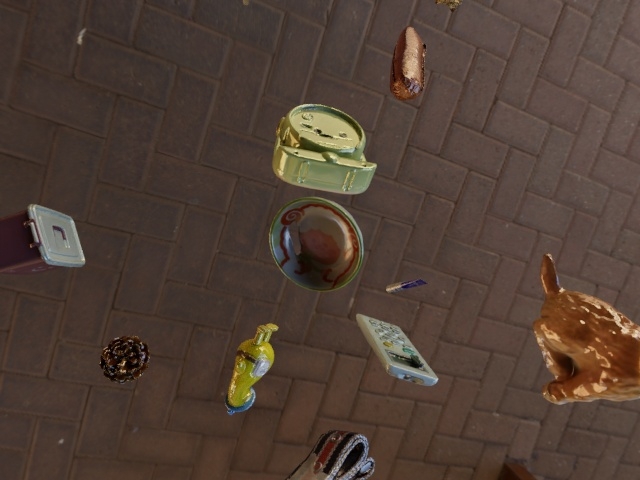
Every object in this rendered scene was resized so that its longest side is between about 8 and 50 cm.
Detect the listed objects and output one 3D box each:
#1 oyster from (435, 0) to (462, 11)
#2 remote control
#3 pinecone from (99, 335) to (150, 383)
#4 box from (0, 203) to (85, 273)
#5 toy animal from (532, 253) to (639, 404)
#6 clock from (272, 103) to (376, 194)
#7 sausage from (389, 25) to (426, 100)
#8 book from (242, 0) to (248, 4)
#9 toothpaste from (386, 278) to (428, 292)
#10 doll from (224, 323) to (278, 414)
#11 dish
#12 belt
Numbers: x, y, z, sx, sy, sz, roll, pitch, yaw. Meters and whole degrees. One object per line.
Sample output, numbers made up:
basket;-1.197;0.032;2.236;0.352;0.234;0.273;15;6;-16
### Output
oyster;0.329;-0.659;1.107;0.053;0.166;0.108;-9;127;-15
remote control;0.145;0.223;0.897;0.103;0.293;0.051;19;95;-9
pinecone;-0.655;0.398;1.439;0.173;0.173;0.174;-2;98;-11
box;-0.910;0.010;1.365;0.167;0.294;0.193;-16;86;-9
toy animal;0.328;0.094;0.451;0.104;0.185;0.184;-9;85;-21
clock;0.002;-0.248;1.050;0.235;0.308;0.096;7;135;-13
sausage;0.261;-0.533;1.284;0.102;0.102;0.330;24;51;-13
book;-0.131;-0.748;1.026;0.021;0.217;0.310;18;104;-16
toothpaste;0.161;0.084;0.805;0.024;0.083;0.015;32;54;-36
doll;-0.268;0.476;1.569;0.145;0.199;0.363;24;94;25
dish;0.000;0.000;1.424;0.324;0.124;0.324;8;112;20
belt;-0.036;0.457;0.754;0.359;0.094;0.126;-8;86;-49
